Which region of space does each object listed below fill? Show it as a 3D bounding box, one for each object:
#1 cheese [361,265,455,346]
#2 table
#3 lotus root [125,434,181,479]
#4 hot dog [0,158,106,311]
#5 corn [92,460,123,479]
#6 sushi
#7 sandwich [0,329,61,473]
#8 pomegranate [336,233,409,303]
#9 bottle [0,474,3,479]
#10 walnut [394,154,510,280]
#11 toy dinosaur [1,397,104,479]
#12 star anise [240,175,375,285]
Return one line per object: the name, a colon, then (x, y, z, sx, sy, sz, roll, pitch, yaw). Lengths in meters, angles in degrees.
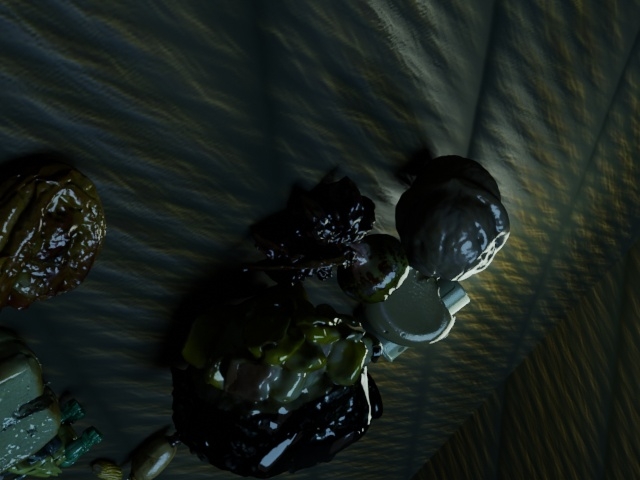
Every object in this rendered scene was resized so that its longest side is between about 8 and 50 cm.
cheese: (0.181, 0.131, 1.962, 0.175, 0.202, 0.091, -43, -168, -1)
table: (0.197, 0.148, 2.076, 0.220, 0.126, 0.126, -38, 155, -2)
lotus root: (-0.340, 0.442, 1.939, 0.152, 0.063, 0.072, -45, -178, 0)
hot dog: (-0.348, 0.008, 1.149, 0.160, 0.099, 0.227, -13, 148, -41)
corn: (-0.416, 0.451, 1.885, 0.037, 0.037, 0.092, -38, 156, 0)
sushi: (-0.088, 0.204, 1.635, 0.327, 0.328, 0.285, -13, 117, -28)
sandwich: (-0.501, 0.257, 1.375, 0.249, 0.095, 0.273, -32, 154, -21)
pomegranate: (0.087, 0.048, 1.759, 0.138, 0.126, 0.163, -32, 157, 19)
bottle: (-0.609, 0.435, 1.578, 0.217, 0.060, 0.060, -42, 155, 12)
walnut: (0.233, -0.038, 1.706, 0.224, 0.224, 0.224, -30, 154, -16)
toy dinosaur: (-0.436, 0.343, 1.620, 0.153, 0.094, 0.259, -35, 170, -5)
star anise: (0.000, 0.000, 1.568, 0.220, 0.126, 0.190, -47, 158, 13)
